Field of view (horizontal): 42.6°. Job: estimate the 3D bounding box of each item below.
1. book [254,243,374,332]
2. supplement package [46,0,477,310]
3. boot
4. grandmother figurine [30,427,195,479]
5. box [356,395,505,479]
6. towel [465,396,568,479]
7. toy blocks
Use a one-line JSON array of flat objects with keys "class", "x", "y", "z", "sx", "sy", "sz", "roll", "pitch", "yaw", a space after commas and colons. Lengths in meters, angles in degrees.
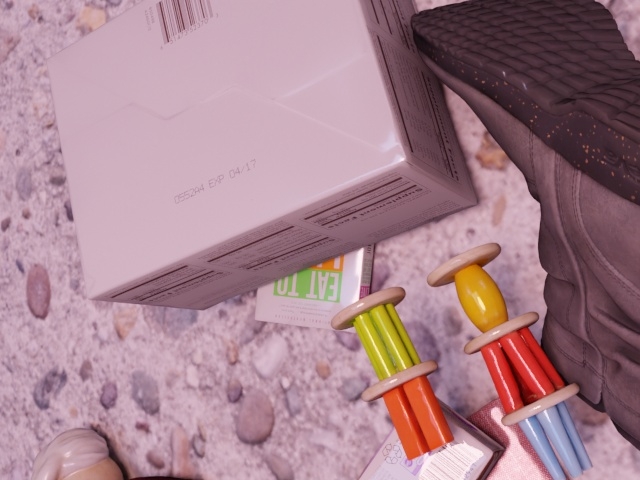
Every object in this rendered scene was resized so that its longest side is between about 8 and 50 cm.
[{"class": "book", "x": 0.000, "y": 0.000, "z": 0.686, "sx": 0.096, "sy": 0.035, "sz": 0.144, "roll": 4, "pitch": 87, "yaw": 31}, {"class": "supplement package", "x": -0.049, "y": -0.085, "z": 0.622, "sx": 0.261, "sy": 0.145, "sz": 0.204, "roll": -22, "pitch": 72, "yaw": 24}, {"class": "boot", "x": 0.153, "y": -0.020, "z": 0.524, "sx": 0.338, "sy": 0.118, "sz": 0.223, "roll": -116, "pitch": 14, "yaw": -56}, {"class": "grandmother figurine", "x": -0.154, "y": 0.301, "z": 0.737, "sx": 0.208, "sy": 0.104, "sz": 0.342, "roll": -46, "pitch": 60, "yaw": -8}, {"class": "box", "x": 0.006, "y": 0.252, "z": 0.557, "sx": 0.067, "sy": 0.063, "sz": 0.324, "roll": 34, "pitch": 92, "yaw": 23}, {"class": "towel", "x": 0.061, "y": 0.295, "z": 0.583, "sx": 0.329, "sy": 0.037, "sz": 0.237, "roll": -34, "pitch": 70, "yaw": 10}, {"class": "toy blocks", "x": 0.090, "y": 0.091, "z": 0.508, "sx": 0.123, "sy": 0.054, "sz": 0.148, "roll": -24, "pitch": 74, "yaw": -5}]
